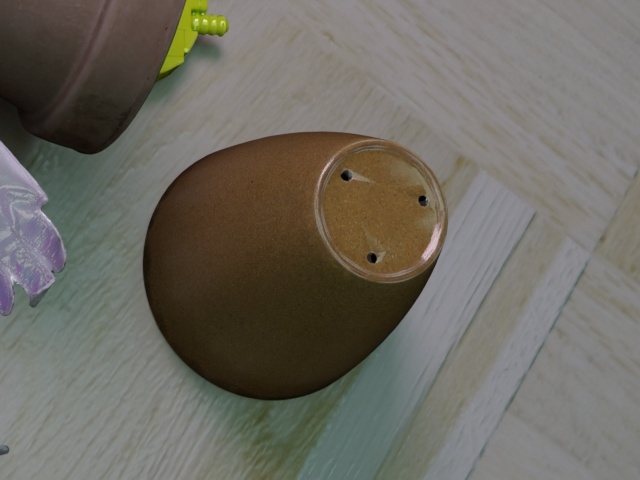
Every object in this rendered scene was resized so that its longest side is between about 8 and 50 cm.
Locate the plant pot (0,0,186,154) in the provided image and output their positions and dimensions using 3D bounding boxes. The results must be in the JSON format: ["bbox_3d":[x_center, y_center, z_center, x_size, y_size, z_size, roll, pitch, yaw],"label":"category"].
[{"bbox_3d":[-0.246,-0.219,1.429,0.229,0.263,0.263,15,73,-25],"label":"plant pot"}]

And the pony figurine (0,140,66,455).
[{"bbox_3d":[-0.375,-0.010,1.396,0.363,0.303,0.351,-11,57,-39],"label":"pony figurine"}]

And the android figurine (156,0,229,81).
[{"bbox_3d":[-0.213,-0.227,1.629,0.272,0.056,0.248,4,77,-21],"label":"android figurine"}]

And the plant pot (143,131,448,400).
[{"bbox_3d":[0.000,0.000,1.559,0.237,0.254,0.237,6,75,-22],"label":"plant pot"}]
